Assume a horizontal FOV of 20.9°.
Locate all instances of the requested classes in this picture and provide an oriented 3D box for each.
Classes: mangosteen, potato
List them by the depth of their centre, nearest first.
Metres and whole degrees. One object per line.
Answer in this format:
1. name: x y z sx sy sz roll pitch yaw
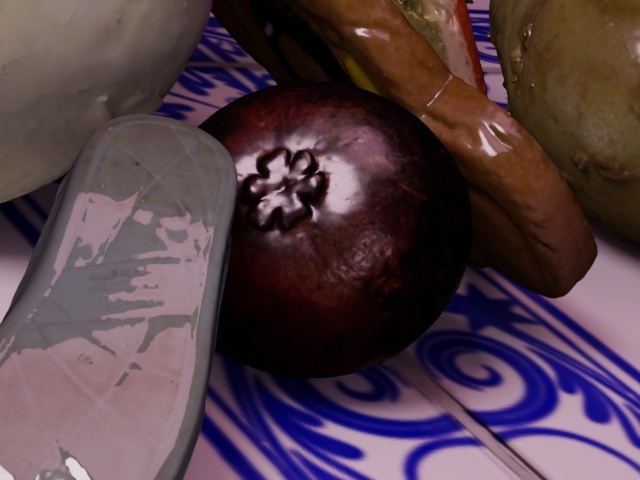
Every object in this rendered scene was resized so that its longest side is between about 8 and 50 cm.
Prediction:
1. mangosteen: 0.000 0.000 0.710 0.140 0.140 0.140 12 23 -5
2. potato: 0.190 -0.094 0.948 0.210 0.173 0.307 7 22 -12

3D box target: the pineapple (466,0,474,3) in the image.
1. pineapple: 0.041 -0.212 1.150 0.166 0.166 0.193 18 23 7

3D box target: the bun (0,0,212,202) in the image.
1. bun: -0.158 -0.150 0.768 0.293 0.293 0.187 23 3 19

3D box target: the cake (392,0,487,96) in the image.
1. cake: 0.020 -0.121 0.997 0.086 0.220 0.117 -8 -9 -41

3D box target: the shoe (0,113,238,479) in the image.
1. shoe: -0.076 0.044 0.603 0.079 0.078 0.195 13 52 0

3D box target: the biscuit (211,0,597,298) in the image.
1. biscuit: 0.016 -0.070 0.810 0.290 0.041 0.208 41 -10 41
